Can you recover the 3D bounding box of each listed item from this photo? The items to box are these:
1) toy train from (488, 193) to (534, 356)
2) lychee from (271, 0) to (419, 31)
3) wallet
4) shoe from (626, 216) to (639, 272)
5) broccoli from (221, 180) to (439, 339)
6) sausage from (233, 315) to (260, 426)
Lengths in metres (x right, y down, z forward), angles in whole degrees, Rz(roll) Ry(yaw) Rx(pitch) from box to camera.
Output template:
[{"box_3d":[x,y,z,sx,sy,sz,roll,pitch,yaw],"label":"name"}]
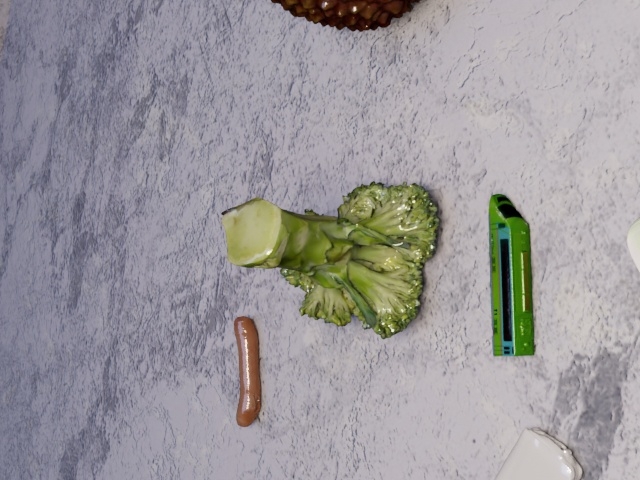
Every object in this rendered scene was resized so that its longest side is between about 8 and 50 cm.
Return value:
[{"box_3d":[0.245,0.042,1.146,0.042,0.044,0.209,-7,82,47],"label":"toy train"},{"box_3d":[0.023,-0.447,1.244,0.330,0.306,0.306,38,114,38],"label":"lychee"},{"box_3d":[0.254,0.324,1.124,0.095,0.033,0.190,43,117,38],"label":"wallet"},{"box_3d":[0.420,0.074,0.926,0.264,0.110,0.095,63,151,-4],"label":"shoe"},{"box_3d":[0.020,0.008,1.181,0.252,0.361,0.221,11,88,9],"label":"broccoli"},{"box_3d":[-0.124,0.221,1.529,0.043,0.043,0.186,-11,78,46],"label":"sausage"}]
